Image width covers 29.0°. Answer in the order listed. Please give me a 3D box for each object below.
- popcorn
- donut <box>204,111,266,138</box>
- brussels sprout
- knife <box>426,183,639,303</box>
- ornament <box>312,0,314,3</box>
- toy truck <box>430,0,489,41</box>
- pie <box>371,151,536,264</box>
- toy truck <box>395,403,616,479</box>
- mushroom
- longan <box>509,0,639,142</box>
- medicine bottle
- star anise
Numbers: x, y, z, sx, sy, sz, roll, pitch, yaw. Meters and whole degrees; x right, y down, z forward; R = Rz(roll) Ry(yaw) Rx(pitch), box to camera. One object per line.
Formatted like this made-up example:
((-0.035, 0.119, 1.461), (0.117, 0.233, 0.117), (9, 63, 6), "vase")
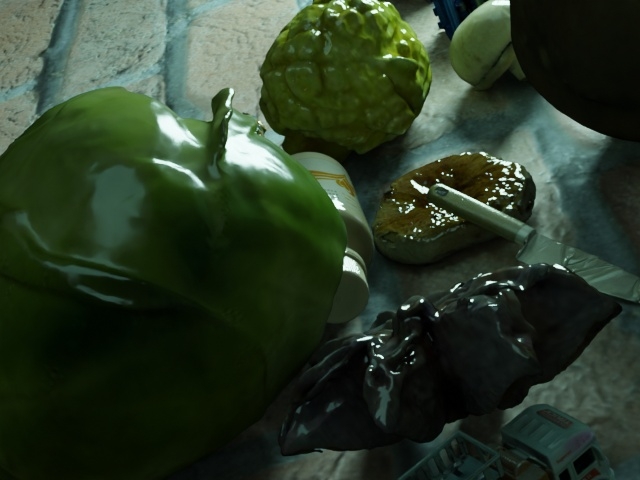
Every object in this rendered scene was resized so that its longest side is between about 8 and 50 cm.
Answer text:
((0.029, -0.207, 1.625), (0.237, 0.206, 0.251), (-48, 4, -15), "popcorn")
((-0.129, -0.126, 1.715), (0.166, 0.065, 0.108), (11, 44, 45), "donut")
((-0.187, 0.053, 1.160), (0.425, 0.342, 0.361), (-39, 21, 1), "brussels sprout")
((0.219, 0.007, 1.271), (0.297, 0.017, 0.047), (28, 56, 37), "knife")
((0.050, -0.304, 1.886), (0.081, 0.088, 0.203), (-5, 39, -17), "ornament")
((0.242, -0.349, 1.781), (0.208, 0.113, 0.126), (-5, 36, 30), "toy truck")
((0.147, -0.040, 1.411), (0.195, 0.046, 0.195), (-17, 30, 10), "pie")
((0.143, 0.195, 0.967), (0.177, 0.115, 0.080), (-34, 32, -22), "toy truck")
((0.246, -0.263, 1.644), (0.154, 0.122, 0.154), (-46, -1, -1), "mushroom")
((0.358, -0.256, 1.371), (0.318, 0.319, 0.319), (-17, 30, 10), "longan")
((0.000, 0.000, 1.378), (0.114, 0.114, 0.252), (-21, 31, 2), "medicine bottle")
((0.101, 0.098, 1.064), (0.331, 0.118, 0.332), (-24, 3, 1), "star anise")
